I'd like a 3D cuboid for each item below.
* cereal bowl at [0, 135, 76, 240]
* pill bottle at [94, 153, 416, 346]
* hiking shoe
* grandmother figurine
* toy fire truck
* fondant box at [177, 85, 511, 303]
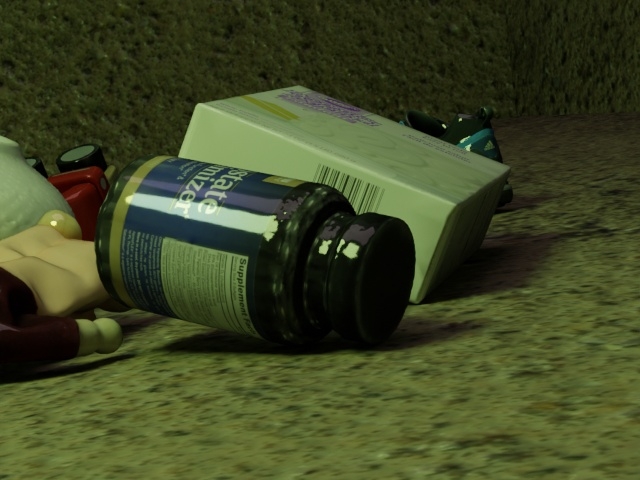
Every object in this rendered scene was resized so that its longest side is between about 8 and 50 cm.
[{"bbox_3d":[-0.383,-0.048,1.529,0.339,0.141,0.339,17,4,-1],"label":"cereal bowl"},{"bbox_3d":[-0.047,0.010,1.195,0.219,0.122,0.123,11,14,27],"label":"pill bottle"},{"bbox_3d":[0.114,-0.099,2.023,0.304,0.132,0.113,-1,9,44],"label":"hiking shoe"},{"bbox_3d":[-0.252,0.054,1.240,0.208,0.104,0.342,8,13,20],"label":"grandmother figurine"},{"bbox_3d":[-0.362,-0.016,1.880,0.217,0.158,0.246,-11,25,16],"label":"toy fire truck"},{"bbox_3d":[0.028,-0.053,1.477,0.238,0.096,0.330,22,12,10],"label":"fondant box"}]
